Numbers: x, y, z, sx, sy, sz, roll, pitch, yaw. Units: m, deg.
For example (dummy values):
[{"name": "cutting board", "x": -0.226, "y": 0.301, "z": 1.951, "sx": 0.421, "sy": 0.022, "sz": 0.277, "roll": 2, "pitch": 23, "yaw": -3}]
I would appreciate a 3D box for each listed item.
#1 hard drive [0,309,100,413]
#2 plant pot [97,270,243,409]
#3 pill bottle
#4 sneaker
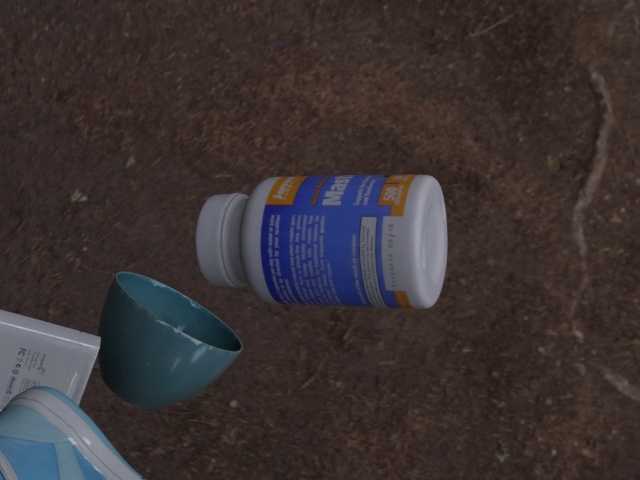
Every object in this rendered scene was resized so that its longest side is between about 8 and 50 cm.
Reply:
[{"name": "hard drive", "x": -0.551, "y": 0.205, "z": 1.413, "sx": 0.353, "sy": 0.047, "sz": 0.233, "roll": 18, "pitch": 113, "yaw": -17}, {"name": "plant pot", "x": -0.329, "y": 0.220, "z": 1.803, "sx": 0.290, "sy": 0.290, "sz": 0.195, "roll": 31, "pitch": 94, "yaw": -18}, {"name": "pill bottle", "x": 0.000, "y": 0.000, "z": 1.047, "sx": 0.272, "sy": 0.152, "sz": 0.152, "roll": 1, "pitch": 79, "yaw": 20}, {"name": "sneaker", "x": -0.232, "y": 0.292, "z": 0.802, "sx": 0.319, "sy": 0.127, "sz": 0.208, "roll": 38, "pitch": 34, "yaw": 15}]
